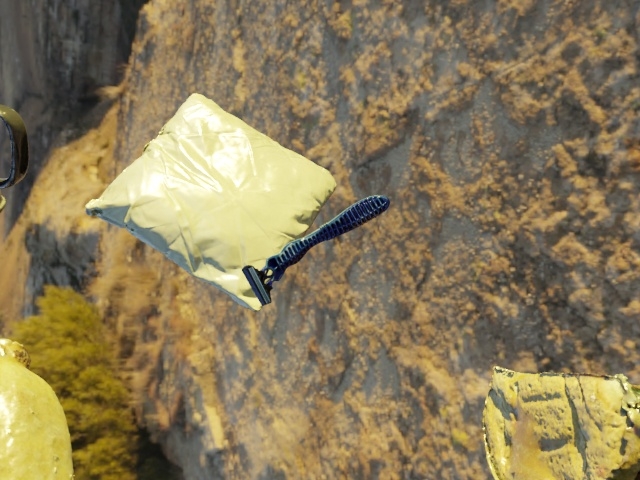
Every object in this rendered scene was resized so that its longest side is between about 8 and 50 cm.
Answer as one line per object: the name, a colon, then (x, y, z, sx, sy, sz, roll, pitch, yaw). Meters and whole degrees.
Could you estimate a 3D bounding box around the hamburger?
hamburger: (0.314, 0.264, 0.789, 0.309, 0.133, 0.211, 162, 120, -68)

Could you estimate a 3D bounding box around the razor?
razor: (-0.002, -0.001, 0.603, 0.044, 0.155, 0.028, 63, 166, -26)

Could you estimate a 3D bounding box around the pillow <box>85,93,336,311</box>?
pillow: (-0.141, -0.070, 0.943, 0.280, 0.274, 0.076, -59, 2, -35)

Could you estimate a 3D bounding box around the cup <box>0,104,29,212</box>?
cup: (-0.427, -0.089, 0.716, 0.169, 0.223, 0.176, -69, -23, -63)

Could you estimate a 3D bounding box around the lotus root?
lotus root: (-0.202, 0.139, 0.401, 0.077, 0.090, 0.183, -42, 48, 31)
